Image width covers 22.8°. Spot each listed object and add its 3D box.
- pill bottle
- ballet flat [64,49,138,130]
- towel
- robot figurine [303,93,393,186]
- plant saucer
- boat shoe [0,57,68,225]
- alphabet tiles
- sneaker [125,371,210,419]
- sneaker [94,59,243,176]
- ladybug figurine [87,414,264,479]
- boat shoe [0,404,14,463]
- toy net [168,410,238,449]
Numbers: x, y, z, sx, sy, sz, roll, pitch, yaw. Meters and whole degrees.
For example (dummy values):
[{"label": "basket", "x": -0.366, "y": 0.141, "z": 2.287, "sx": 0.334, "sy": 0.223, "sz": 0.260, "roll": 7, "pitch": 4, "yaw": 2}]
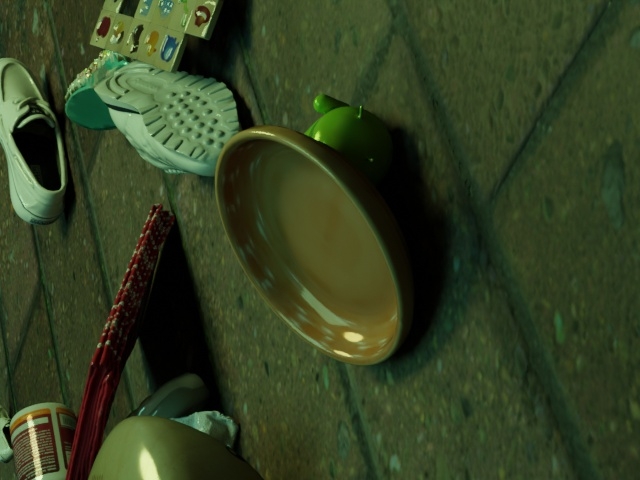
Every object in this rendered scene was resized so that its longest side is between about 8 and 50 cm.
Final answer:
[{"label": "pill bottle", "x": -0.336, "y": 0.286, "z": 1.976, "sx": 0.086, "sy": 0.086, "sz": 0.152, "roll": 117, "pitch": 146, "yaw": -45}, {"label": "ballet flat", "x": -0.209, "y": -0.180, "z": 1.730, "sx": 0.241, "sy": 0.091, "sz": 0.077, "roll": -19, "pitch": 41, "yaw": 61}, {"label": "towel", "x": -0.205, "y": 0.114, "z": 1.623, "sx": 0.275, "sy": 0.031, "sz": 0.199, "roll": -77, "pitch": 5, "yaw": -53}, {"label": "robot figurine", "x": 0.013, "y": -0.059, "z": 1.204, "sx": 0.115, "sy": 0.067, "sz": 0.101, "roll": 139, "pitch": 122, "yaw": -60}, {"label": "plant saucer", "x": 0.000, "y": 0.000, "z": 1.175, "sx": 0.200, "sy": 0.037, "sz": 0.200, "roll": 35, "pitch": 144, "yaw": 31}, {"label": "boat shoe", "x": -0.381, "y": -0.148, "z": 2.106, "sx": 0.084, "sy": 0.095, "sz": 0.258, "roll": -52, "pitch": 54, "yaw": 49}, {"label": "alphabet tiles", "x": -0.145, "y": -0.269, "z": 1.563, "sx": 0.237, "sy": 0.009, "sz": 0.198, "roll": 25, "pitch": 95, "yaw": 55}, {"label": "sneaker", "x": -0.153, "y": 0.259, "z": 1.584, "sx": 0.115, "sy": 0.105, "sz": 0.281, "roll": 30, "pitch": 116, "yaw": 21}, {"label": "sneaker", "x": -0.133, "y": -0.104, "z": 1.543, "sx": 0.235, "sy": 0.090, "sz": 0.095, "roll": 37, "pitch": 152, "yaw": 53}, {"label": "ladybug figurine", "x": -0.105, "y": 0.373, "z": 1.344, "sx": 0.305, "sy": 0.162, "sz": 0.449, "roll": 158, "pitch": 111, "yaw": -64}, {"label": "boat shoe", "x": -0.465, "y": 0.280, "z": 2.348, "sx": 0.035, "sy": 0.035, "sz": 0.100, "roll": -41, "pitch": 43, "yaw": 25}, {"label": "toy net", "x": -0.155, "y": 0.259, "z": 1.506, "sx": 0.232, "sy": 0.122, "sz": 0.045, "roll": -43, "pitch": 1, "yaw": 18}]
